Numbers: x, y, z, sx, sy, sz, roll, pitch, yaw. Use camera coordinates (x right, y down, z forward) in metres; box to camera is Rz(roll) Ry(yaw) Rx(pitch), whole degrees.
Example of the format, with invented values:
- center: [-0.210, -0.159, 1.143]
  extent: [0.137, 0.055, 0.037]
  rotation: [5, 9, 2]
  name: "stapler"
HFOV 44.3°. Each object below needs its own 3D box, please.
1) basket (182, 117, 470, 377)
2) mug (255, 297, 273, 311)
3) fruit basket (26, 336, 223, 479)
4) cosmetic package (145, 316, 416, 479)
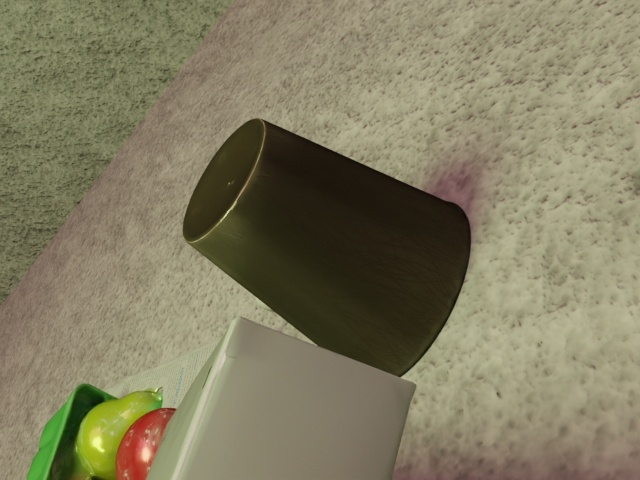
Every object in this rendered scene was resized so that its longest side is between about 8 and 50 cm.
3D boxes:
- center: [0.000, 0.000, 0.736]
  extent: [0.154, 0.227, 0.204]
  rotation: [-2, 61, 61]
  name: "basket"
- center: [-0.035, 0.051, 0.940]
  extent: [0.064, 0.062, 0.078]
  rotation: [5, 73, 54]
  name: "mug"
- center: [-0.215, 0.291, 0.947]
  extent: [0.353, 0.165, 0.327]
  rotation: [-21, 43, 30]
  name: "fruit basket"
- center: [-0.084, 0.228, 0.447]
  extent: [0.377, 0.098, 0.284]
  rotation: [128, 161, -66]
  name: "cosmetic package"
